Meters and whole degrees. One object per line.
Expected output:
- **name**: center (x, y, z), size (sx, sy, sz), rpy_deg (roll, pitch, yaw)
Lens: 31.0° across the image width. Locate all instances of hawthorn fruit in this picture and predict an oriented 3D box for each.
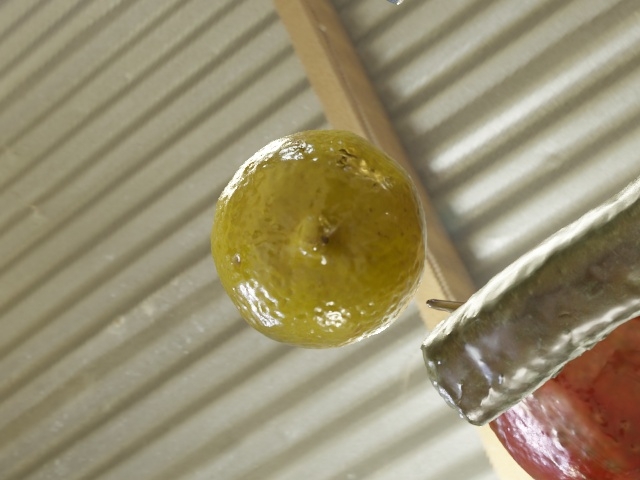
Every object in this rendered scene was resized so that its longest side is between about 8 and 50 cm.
- **hawthorn fruit**: center (0.257, 0.108, 1.112), size (0.330, 0.287, 0.287), rpy_deg (19, -91, 18)

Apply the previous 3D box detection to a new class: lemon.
- **lemon**: center (0.001, -0.001, 1.283), size (0.267, 0.267, 0.267), rpy_deg (-7, -104, 30)

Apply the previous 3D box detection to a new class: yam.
- **yam**: center (0.149, -0.003, 0.513), size (0.274, 0.061, 0.061), rpy_deg (-42, -120, 35)

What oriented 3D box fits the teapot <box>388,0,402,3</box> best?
- **teapot**: center (0.120, -0.344, 0.818), size (0.305, 0.285, 0.223), rpy_deg (-31, -93, -7)
